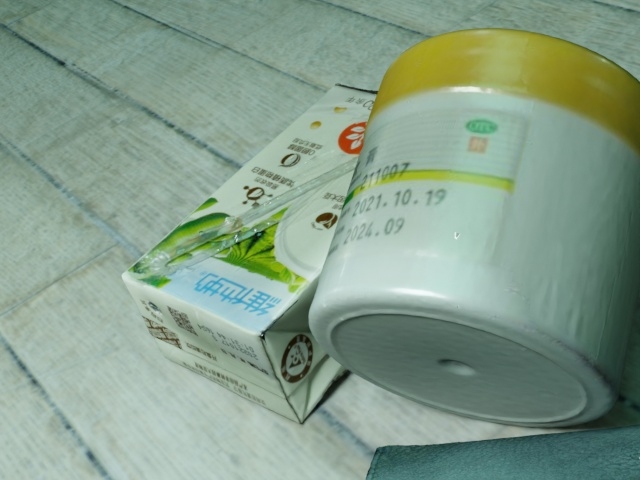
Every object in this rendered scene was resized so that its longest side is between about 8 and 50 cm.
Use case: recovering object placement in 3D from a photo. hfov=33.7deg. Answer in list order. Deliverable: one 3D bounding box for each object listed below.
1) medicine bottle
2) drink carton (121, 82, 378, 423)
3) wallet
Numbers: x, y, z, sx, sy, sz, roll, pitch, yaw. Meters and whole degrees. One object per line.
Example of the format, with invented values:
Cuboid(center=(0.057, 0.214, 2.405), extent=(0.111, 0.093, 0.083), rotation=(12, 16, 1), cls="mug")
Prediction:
Cuboid(center=(0.131, -0.004, 0.816), extent=(0.237, 0.238, 0.232), rotation=(5, 62, 30), cls="medicine bottle")
Cuboid(center=(0.001, 0.000, 1.018), extent=(0.194, 0.132, 0.324), rotation=(18, 51, 41), cls="drink carton")
Cuboid(center=(0.208, 0.158, 0.700), extent=(0.378, 0.046, 0.190), rotation=(-9, 3, 10), cls="wallet")
